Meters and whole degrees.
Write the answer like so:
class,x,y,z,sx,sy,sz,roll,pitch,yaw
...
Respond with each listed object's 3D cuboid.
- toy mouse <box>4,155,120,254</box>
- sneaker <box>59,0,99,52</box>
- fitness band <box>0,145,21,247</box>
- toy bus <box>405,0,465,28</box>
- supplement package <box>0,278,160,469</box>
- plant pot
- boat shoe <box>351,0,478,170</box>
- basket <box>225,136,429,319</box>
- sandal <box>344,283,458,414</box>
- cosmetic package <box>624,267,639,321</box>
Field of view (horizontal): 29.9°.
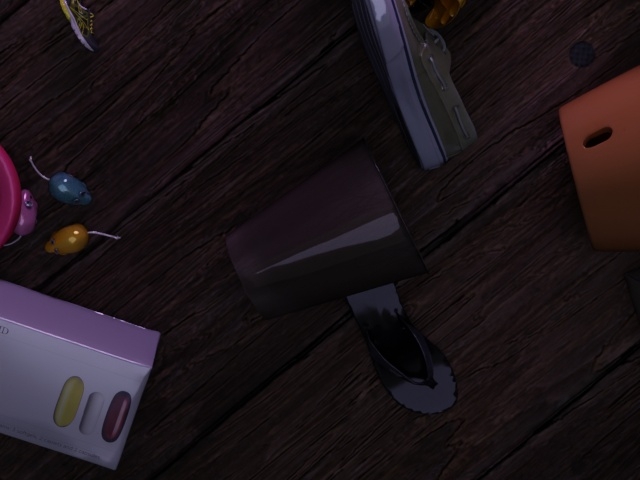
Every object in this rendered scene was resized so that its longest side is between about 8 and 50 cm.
class,x,y,z,sx,sy,sz,roll,pitch,yaw
toy mouse,-0.370,-0.045,1.624,0.161,0.031,0.143,-16,100,-2
sneaker,-0.313,-0.289,1.591,0.035,0.031,0.083,-30,100,0
fitness band,-0.540,-0.070,1.583,0.291,0.054,0.209,9,97,0
toy bus,0.133,-0.421,1.562,0.220,0.149,0.211,37,81,-7
supplement package,-0.359,0.165,1.571,0.262,0.204,0.145,19,96,-7
plant pot,0.435,-0.103,1.575,0.203,0.291,0.291,-15,100,14
boat shoe,0.123,-0.232,1.577,0.094,0.109,0.302,-27,127,-3
basket,0.000,0.000,1.606,0.227,0.154,0.204,-25,76,4
sandal,0.105,0.144,1.683,0.097,0.054,0.254,-34,100,1
cosmetic package,0.563,0.168,1.698,0.160,0.113,0.309,-22,99,-1
